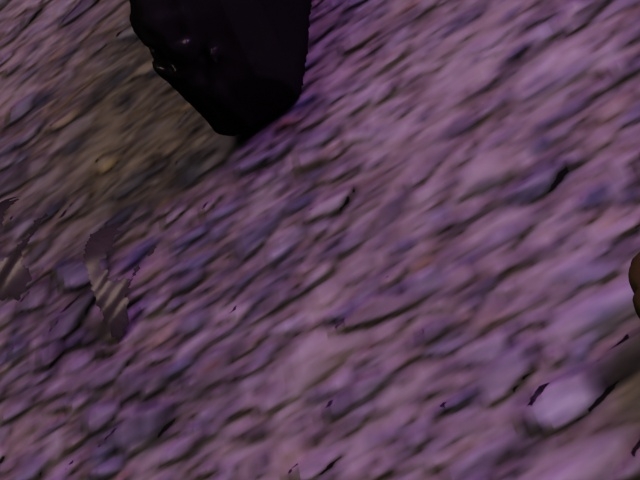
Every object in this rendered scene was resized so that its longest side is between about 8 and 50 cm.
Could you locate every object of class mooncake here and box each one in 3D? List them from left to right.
[{"bbox_3d":[0.005,0.011,0.559,0.347,0.057,0.150,-11,30,28],"label":"mooncake"}]

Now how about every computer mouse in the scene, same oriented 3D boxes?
[{"bbox_3d":[-0.048,-0.143,0.719,0.073,0.122,0.217,-13,39,18],"label":"computer mouse"}]
